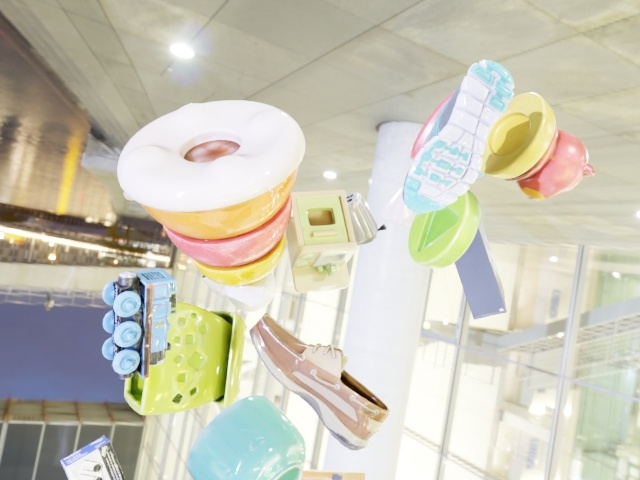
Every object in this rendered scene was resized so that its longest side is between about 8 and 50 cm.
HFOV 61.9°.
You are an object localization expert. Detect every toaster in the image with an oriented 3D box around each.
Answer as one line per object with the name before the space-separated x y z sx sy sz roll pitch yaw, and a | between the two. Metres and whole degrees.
toaster | 0.083 -0.056 1.702 0.227 0.146 0.129 -20 -159 18

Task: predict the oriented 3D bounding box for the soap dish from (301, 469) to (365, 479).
soap dish | -0.029 0.660 1.203 0.228 0.291 0.118 -7 138 22

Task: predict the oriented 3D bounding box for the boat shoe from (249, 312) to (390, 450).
boat shoe | 0.004 0.258 1.053 0.324 0.120 0.122 45 -171 -1

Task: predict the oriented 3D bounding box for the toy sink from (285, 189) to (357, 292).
toy sink | 0.000 0.000 1.374 0.152 0.234 0.131 -4 159 -15

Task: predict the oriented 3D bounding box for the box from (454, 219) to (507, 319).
box | 0.456 0.073 1.562 0.103 0.261 0.184 -18 -172 18

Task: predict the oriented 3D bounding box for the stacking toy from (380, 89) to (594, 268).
stacking toy | 0.245 -0.086 0.837 0.130 0.280 0.309 25 -165 -20

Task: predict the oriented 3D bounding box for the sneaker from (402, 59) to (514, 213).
sneaker | 0.137 -0.099 0.552 0.065 0.166 0.076 33 178 -4

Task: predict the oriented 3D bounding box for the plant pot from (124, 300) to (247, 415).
plant pot | -0.290 0.245 1.155 0.207 0.228 0.227 9 171 -27

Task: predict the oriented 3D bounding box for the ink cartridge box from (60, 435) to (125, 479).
ink cartridge box | -0.471 0.541 1.152 0.097 0.207 0.046 -24 -165 -37

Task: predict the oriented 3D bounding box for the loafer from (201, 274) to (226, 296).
loafer | -0.272 0.028 1.572 0.092 0.269 0.102 31 151 -34

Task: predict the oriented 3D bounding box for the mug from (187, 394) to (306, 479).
mug | -0.071 0.267 0.658 0.157 0.129 0.097 -20 -138 -41

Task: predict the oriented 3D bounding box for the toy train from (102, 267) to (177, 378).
toy train | -0.290 0.134 0.863 0.105 0.184 0.080 -6 -161 -38

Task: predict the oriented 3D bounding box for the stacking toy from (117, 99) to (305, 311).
stacking toy | -0.186 -0.016 1.122 0.350 0.480 0.351 -4 -140 3

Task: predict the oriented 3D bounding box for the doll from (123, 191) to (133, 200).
doll | -0.442 -0.154 1.454 0.189 0.046 0.129 -18 172 -14
